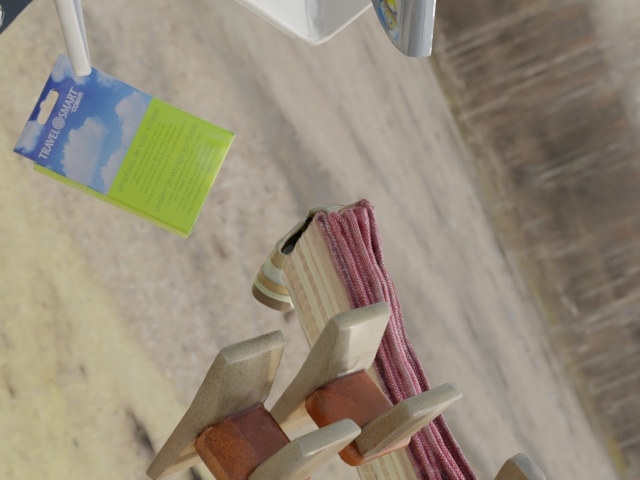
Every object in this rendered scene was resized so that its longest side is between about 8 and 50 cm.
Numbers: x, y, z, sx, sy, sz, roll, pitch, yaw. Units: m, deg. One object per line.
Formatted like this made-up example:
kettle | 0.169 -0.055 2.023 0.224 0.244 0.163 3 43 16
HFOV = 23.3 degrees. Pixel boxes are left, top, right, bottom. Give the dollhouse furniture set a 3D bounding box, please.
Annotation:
dollhouse furniture set | 0.005 0.185 0.674 0.259 0.135 0.262 -14 58 -47

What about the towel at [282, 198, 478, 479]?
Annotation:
towel | 0.039 0.105 1.049 0.329 0.037 0.237 131 -61 -82

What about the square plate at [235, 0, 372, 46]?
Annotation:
square plate | 0.006 -0.291 0.850 0.344 0.347 0.049 29 34 -42

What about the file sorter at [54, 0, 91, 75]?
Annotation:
file sorter | -0.229 -0.143 0.548 0.173 0.278 0.193 89 -10 -65

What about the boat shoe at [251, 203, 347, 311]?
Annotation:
boat shoe | 0.000 0.000 1.485 0.190 0.068 0.072 -49 160 -58

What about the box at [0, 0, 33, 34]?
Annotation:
box | -0.294 -0.174 1.205 0.051 0.220 0.175 51 45 -21

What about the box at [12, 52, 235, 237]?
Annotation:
box | -0.182 -0.087 1.442 0.178 0.109 0.042 25 -12 -8

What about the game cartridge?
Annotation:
game cartridge | 0.048 -0.145 0.916 0.083 0.017 0.056 -115 -161 -51
